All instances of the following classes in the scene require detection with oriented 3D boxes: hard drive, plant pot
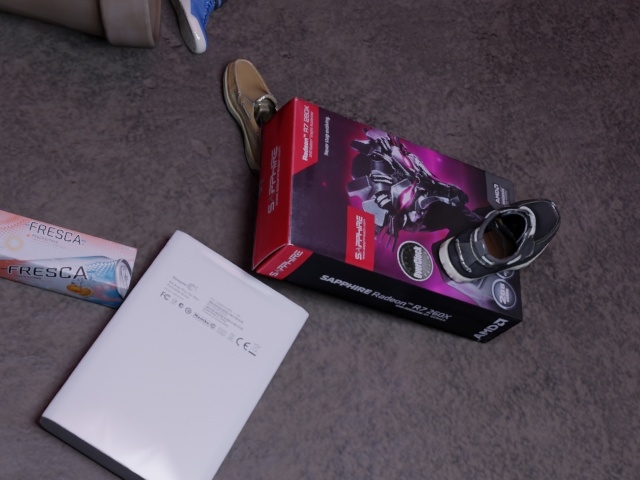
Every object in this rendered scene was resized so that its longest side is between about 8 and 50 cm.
[{"bbox_3d":[-0.167,0.152,1.429,0.203,0.040,0.307,33,54,-1],"label":"hard drive"},{"bbox_3d":[-0.356,-0.418,1.560,0.280,0.323,0.323,1,59,-3],"label":"plant pot"}]

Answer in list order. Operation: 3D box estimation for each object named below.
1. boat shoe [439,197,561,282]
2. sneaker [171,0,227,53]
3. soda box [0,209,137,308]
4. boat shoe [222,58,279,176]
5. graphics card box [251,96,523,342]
[{"bbox_3d":[0.257,-0.008,1.567,0.233,0.079,0.084,-22,77,-44],"label":"boat shoe"},{"bbox_3d":[-0.168,-0.340,1.716,0.084,0.058,0.152,-13,60,-19],"label":"sneaker"},{"bbox_3d":[-0.320,0.023,1.433,0.183,0.058,0.063,16,56,-13],"label":"soda box"},{"bbox_3d":[-0.083,-0.183,1.648,0.068,0.072,0.190,-9,65,-27],"label":"boat shoe"},{"bbox_3d":[0.095,-0.022,1.576,0.371,0.094,0.233,20,53,-26],"label":"graphics card box"}]
